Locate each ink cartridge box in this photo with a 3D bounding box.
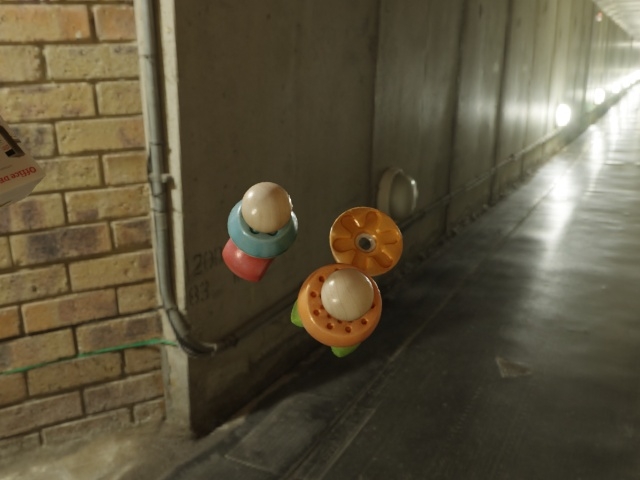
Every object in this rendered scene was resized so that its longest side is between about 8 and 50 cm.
[{"bbox_3d":[-0.403,-0.102,0.738,0.056,0.135,0.099,-32,8,31],"label":"ink cartridge box"}]

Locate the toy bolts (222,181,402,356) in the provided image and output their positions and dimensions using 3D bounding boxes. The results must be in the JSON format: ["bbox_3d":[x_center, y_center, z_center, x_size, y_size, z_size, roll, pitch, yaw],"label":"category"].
[{"bbox_3d":[0.000,0.000,0.800,0.228,0.158,0.218,33,67,4],"label":"toy bolts"}]
